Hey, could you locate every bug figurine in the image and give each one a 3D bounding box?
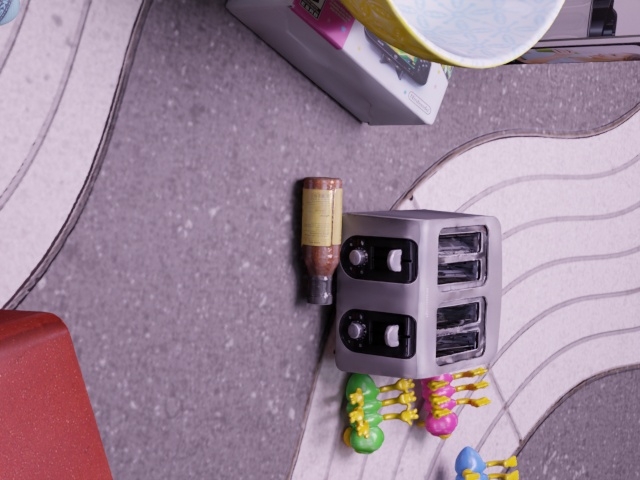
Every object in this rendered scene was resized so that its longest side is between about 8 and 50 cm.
[{"bbox_3d":[0.098,0.241,1.272,0.279,0.072,0.216,-5,92,-39],"label":"bug figurine"}]

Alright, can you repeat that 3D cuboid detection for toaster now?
[{"bbox_3d":[0.106,0.054,1.222,0.185,0.110,0.168,-3,97,-50],"label":"toaster"}]

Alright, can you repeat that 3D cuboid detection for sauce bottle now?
[{"bbox_3d":[0.000,0.000,1.168,0.042,0.042,0.128,-1,96,-44],"label":"sauce bottle"}]

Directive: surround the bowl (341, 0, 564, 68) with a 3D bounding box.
[{"bbox_3d":[0.080,-0.292,1.000,0.289,0.156,0.290,-6,98,-41],"label":"bowl"}]

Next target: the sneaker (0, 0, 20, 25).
[{"bbox_3d":[-0.234,-0.294,0.882,0.122,0.110,0.283,41,68,-59],"label":"sneaker"}]

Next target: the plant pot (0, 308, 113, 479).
[{"bbox_3d":[-0.287,0.174,0.774,0.235,0.267,0.267,-34,118,-51],"label":"plant pot"}]

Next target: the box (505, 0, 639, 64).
[{"bbox_3d":[0.269,-0.277,1.223,0.087,0.290,0.169,8,90,-45],"label":"box"}]

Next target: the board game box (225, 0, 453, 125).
[{"bbox_3d":[0.065,-0.299,1.158,0.224,0.097,0.303,34,70,-41],"label":"board game box"}]
